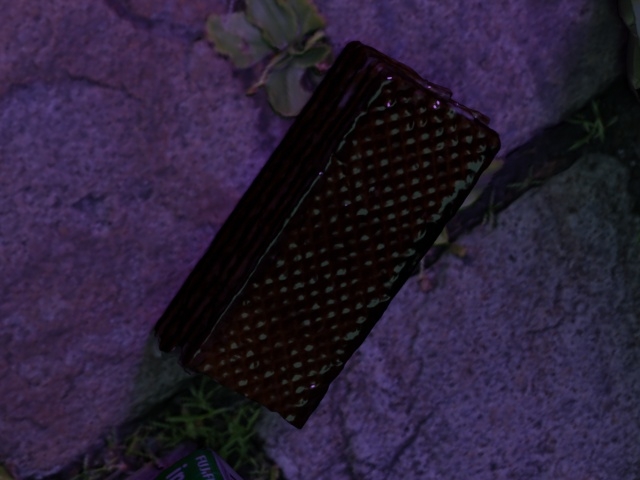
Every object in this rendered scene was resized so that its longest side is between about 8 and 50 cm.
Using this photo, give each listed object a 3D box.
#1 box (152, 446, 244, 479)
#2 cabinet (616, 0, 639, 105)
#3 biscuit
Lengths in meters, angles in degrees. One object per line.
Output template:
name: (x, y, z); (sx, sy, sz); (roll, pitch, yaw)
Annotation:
box: (-0.028, 0.273, 1.200); (0.103, 0.180, 0.250); (-38, 125, 3)
cabinet: (0.362, -0.133, 1.143); (0.318, 0.227, 0.290); (-32, 124, -3)
biscuit: (0.000, 0.000, 1.139); (0.106, 0.070, 0.252); (30, 101, -31)
